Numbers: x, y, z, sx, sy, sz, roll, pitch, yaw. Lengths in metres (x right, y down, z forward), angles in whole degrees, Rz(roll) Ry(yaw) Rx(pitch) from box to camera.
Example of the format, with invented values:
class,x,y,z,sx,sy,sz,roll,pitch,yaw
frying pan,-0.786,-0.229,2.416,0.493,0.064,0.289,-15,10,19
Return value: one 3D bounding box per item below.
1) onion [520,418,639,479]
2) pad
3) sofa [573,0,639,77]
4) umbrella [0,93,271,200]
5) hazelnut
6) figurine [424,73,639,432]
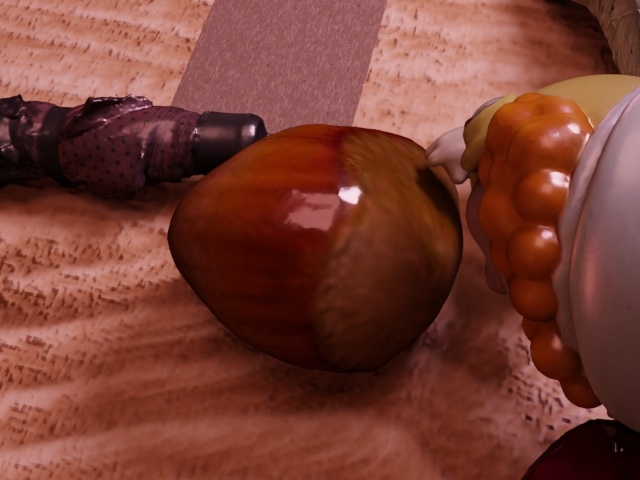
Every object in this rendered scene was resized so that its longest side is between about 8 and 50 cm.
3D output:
class,x,y,z,sx,sy,sz,roll,pitch,yaw
onion,0.207,0.157,0.656,0.173,0.135,0.198,8,52,7
pad,-0.036,-0.187,1.023,0.176,0.002,0.266,8,55,12
sofa,0.324,-0.221,0.963,0.210,0.176,0.225,-19,25,-8
umbrella,-0.202,-0.082,0.912,0.326,0.094,0.090,4,10,11
hazelnut,0.000,0.010,0.775,0.210,0.210,0.186,-35,80,-19
figurine,0.177,-0.047,0.684,0.205,0.225,0.382,-31,29,5
